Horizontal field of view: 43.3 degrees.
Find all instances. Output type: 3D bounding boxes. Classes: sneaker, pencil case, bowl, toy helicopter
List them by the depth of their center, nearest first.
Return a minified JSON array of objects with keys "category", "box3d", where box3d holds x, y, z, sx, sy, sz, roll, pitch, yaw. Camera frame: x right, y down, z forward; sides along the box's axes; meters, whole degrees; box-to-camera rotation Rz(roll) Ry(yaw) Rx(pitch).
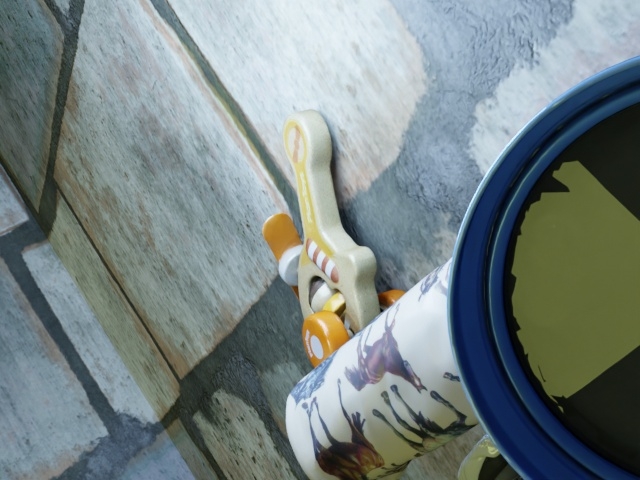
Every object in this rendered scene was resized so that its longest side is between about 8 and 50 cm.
[{"category":"bowl","box3d":[0.290,0.054,0.587,0.391,0.077,0.391,7,106,24]},{"category":"pencil case","box3d":[0.130,0.141,0.860,0.183,0.160,0.410,49,129,4]},{"category":"sneaker","box3d":[0.253,0.331,1.000,0.153,0.101,0.269,38,148,32]},{"category":"toy helicopter","box3d":[0.000,0.000,1.107,0.235,0.140,0.355,9,111,63]}]
